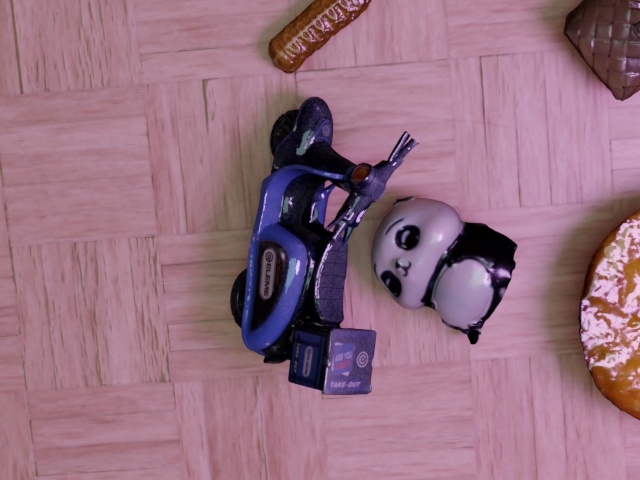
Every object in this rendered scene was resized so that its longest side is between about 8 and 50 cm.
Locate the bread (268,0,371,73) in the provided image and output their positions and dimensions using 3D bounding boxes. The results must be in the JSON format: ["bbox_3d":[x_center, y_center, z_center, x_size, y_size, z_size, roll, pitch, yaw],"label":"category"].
[{"bbox_3d":[-0.001,-0.276,1.516,0.157,0.044,0.052,-40,100,7],"label":"bread"}]

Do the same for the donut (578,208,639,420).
[{"bbox_3d":[0.460,0.084,1.514,0.303,0.110,0.302,0,97,0],"label":"donut"}]

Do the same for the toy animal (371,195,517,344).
[{"bbox_3d":[0.147,0.035,1.503,0.179,0.138,0.166,27,116,5],"label":"toy animal"}]

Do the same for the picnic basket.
[{"bbox_3d":[0.399,-0.273,1.456,0.178,0.128,0.137,-36,98,24],"label":"picnic basket"}]

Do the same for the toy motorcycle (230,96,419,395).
[{"bbox_3d":[0.000,0.000,1.481,0.213,0.125,0.358,8,92,45],"label":"toy motorcycle"}]
